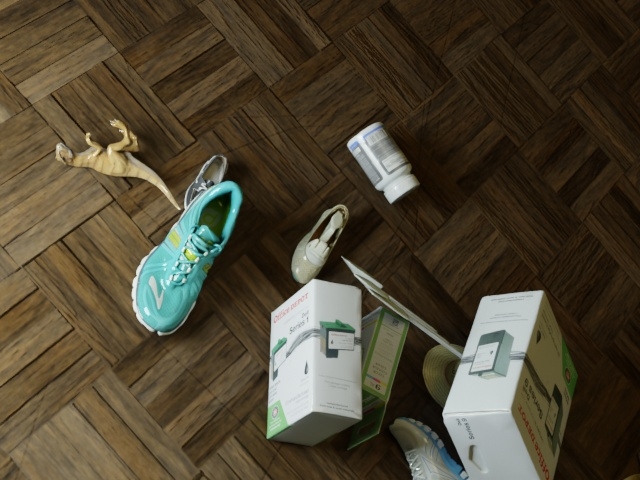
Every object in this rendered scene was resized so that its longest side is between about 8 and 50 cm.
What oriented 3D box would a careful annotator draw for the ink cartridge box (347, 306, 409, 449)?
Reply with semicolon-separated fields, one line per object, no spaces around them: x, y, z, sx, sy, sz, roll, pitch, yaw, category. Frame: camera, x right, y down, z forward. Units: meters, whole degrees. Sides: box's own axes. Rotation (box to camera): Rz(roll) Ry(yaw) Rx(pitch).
0.070;0.222;1.807;0.062;0.109;0.209;29;55;-15;ink cartridge box

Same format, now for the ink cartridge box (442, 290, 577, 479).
0.321;0.258;1.853;0.211;0.121;0.289;63;35;-29;ink cartridge box

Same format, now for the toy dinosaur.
-0.317;-0.127;1.793;0.211;0.064;0.112;16;77;-13;toy dinosaur

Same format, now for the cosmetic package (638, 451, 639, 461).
0.737;0.533;1.985;0.156;0.217;0.385;0;68;-31;cosmetic package

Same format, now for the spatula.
0.142;0.116;1.873;0.242;0.168;0.019;36;93;-28;spatula

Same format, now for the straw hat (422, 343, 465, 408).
0.254;0.234;1.941;0.144;0.061;0.145;14;60;-25;straw hat

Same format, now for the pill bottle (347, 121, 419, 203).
0.117;-0.140;2.036;0.078;0.078;0.137;-30;84;-37;pill bottle

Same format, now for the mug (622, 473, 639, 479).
0.582;0.463;2.017;0.064;0.078;0.062;56;25;-5;mug

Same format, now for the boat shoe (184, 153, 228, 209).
-0.187;-0.092;1.855;0.046;0.038;0.125;35;54;-13;boat shoe

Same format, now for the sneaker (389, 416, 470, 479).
0.173;0.372;1.820;0.191;0.071;0.083;48;58;-1;sneaker

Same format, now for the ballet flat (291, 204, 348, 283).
0.000;0.000;1.912;0.057;0.052;0.168;35;54;-11;ballet flat

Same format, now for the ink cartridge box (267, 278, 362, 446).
-0.010;0.191;1.743;0.092;0.160;0.219;14;59;-25;ink cartridge box

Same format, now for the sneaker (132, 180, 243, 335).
-0.204;0.018;1.738;0.107;0.110;0.275;31;65;-13;sneaker
